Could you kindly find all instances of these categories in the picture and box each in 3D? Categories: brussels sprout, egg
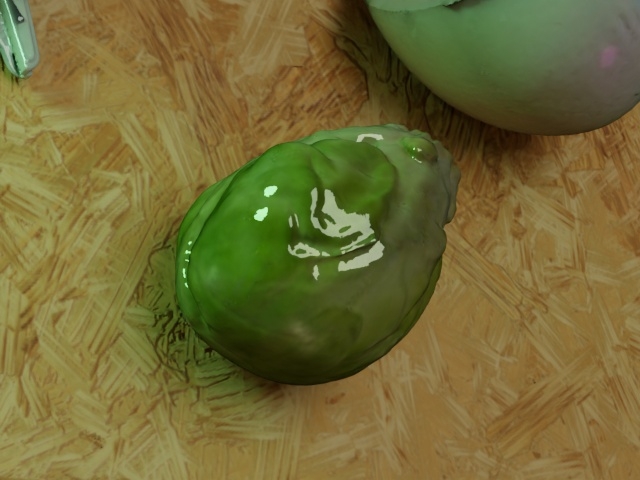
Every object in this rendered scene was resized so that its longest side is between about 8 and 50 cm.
[{"bbox_3d":[-0.008,0.010,1.586,0.242,0.274,0.316,42,39,14],"label":"brussels sprout"},{"bbox_3d":[0.270,-0.284,1.924,0.340,0.354,0.354,46,45,-32],"label":"egg"}]

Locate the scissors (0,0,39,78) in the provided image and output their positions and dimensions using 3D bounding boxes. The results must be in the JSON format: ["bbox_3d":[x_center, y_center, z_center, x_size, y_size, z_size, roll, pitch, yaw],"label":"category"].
[{"bbox_3d":[-0.326,-0.274,1.617,0.118,0.030,0.242,-5,69,-42],"label":"scissors"}]
